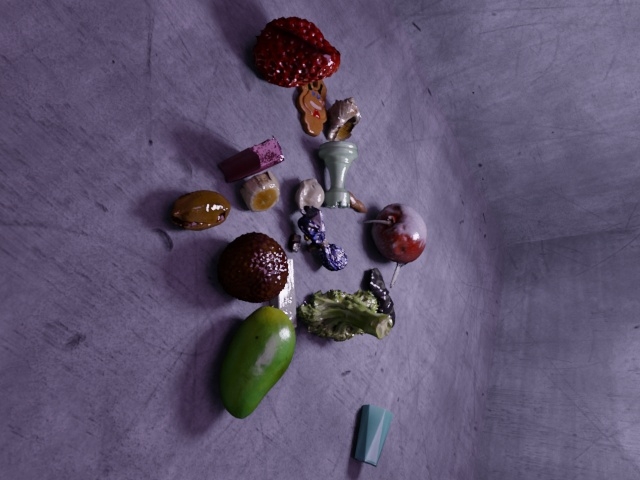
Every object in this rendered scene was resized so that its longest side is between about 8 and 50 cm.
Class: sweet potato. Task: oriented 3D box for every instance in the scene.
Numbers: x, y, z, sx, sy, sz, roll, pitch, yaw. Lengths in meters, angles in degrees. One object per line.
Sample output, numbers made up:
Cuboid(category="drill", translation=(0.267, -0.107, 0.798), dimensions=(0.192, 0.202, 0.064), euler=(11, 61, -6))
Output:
Cuboid(category="sweet potato", translation=(0.178, -0.191, 2.074), dimensions=(0.218, 0.051, 0.065), euler=(36, 53, -38))

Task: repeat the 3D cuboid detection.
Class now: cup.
Cuboid(category="cup", translation=(0.231, 0.886, 1.826), dimensions=(0.134, 0.148, 0.235), euler=(71, 36, -52))

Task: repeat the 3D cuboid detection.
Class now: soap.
Cuboid(category="soap", translation=(-0.240, -0.300, 1.468), dimensions=(0.162, 0.250, 0.099), euler=(-31, 102, -46))

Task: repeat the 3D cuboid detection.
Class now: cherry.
Cuboid(category="cherry", translation=(0.428, -0.036, 2.169), dimensions=(0.335, 0.291, 0.326), euler=(17, 57, -66))

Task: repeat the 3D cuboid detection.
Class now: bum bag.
Cuboid(category="bum bag", translation=(0.322, 0.306, 2.092), dimensions=(0.144, 0.095, 0.340), euler=(-42, 115, -62))

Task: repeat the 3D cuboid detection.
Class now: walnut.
Cuboid(category="walnut", translation=(-0.399, -0.102, 1.338), dimensions=(0.245, 0.137, 0.137), euler=(-12, 90, -53))

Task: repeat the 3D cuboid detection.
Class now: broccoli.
Cuboid(category="broccoli", translation=(0.155, 0.314, 1.675), dimensions=(0.353, 0.397, 0.274), euler=(-40, 113, -54))

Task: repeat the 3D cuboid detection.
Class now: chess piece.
Cuboid(category="chess piece", translation=(0.083, -0.305, 1.906), dimensions=(0.195, 0.195, 0.298), euler=(4, 86, -48))

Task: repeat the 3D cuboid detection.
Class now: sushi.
Cuboid(category="sushi", translation=(-0.114, 0.009, 1.710), dimensions=(0.046, 0.044, 0.083), euler=(18, 64, -22))

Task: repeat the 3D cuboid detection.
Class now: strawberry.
Cuboid(category="strawberry", translation=(-0.083, -0.769, 1.694), dimensions=(0.295, 0.345, 0.317), euler=(-63, 162, 15))

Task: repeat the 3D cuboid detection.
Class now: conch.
Cuboid(category="conch", translation=(0.111, -0.604, 2.026), dimensions=(0.178, 0.163, 0.245), euler=(26, 91, -25))

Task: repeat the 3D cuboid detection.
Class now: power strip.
Cuboid(category="power strip", translation=(-0.152, 0.200, 1.596), dimensions=(0.098, 0.058, 0.338), euler=(7, 76, -48))

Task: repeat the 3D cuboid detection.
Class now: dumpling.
Cuboid(category="dumpling", translation=(-0.053, -0.201, 1.763), dimensions=(0.136, 0.118, 0.199), euler=(59, 39, -26))

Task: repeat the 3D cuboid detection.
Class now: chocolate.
Cuboid(category="chocolate", translation=(-0.003, -0.004, 1.735), dimensions=(0.343, 0.148, 0.126), euler=(57, 5, -34))

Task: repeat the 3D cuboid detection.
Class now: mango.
Cuboid(category="mango", translation=(-0.213, 0.408, 1.370), dimensions=(0.225, 0.201, 0.381), euler=(51, 49, -42))

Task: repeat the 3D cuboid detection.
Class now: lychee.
Cuboid(category="lychee", translation=(-0.228, 0.093, 1.402), dimensions=(0.261, 0.261, 0.260), euler=(15, 70, -46))

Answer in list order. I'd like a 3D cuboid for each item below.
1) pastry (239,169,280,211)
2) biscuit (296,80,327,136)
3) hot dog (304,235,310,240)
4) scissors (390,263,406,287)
Cuboid(category="pastry", translation=(-0.226, -0.184, 1.537), dimensions=(0.166, 0.166, 0.088), euler=(2, 43, -49))
Cuboid(category="biscuit", translation=(-0.036, -0.666, 1.947), dimensions=(0.202, 0.047, 0.333), euler=(17, 69, -46))
Cuboid(category="hot dog", translation=(-0.042, -0.027, 1.805), dimensions=(0.037, 0.021, 0.083), euler=(57, 43, -21))
Cuboid(category="scissors", translation=(0.454, 0.160, 2.331), dimensions=(0.109, 0.022, 0.300), euler=(50, 48, -24))
